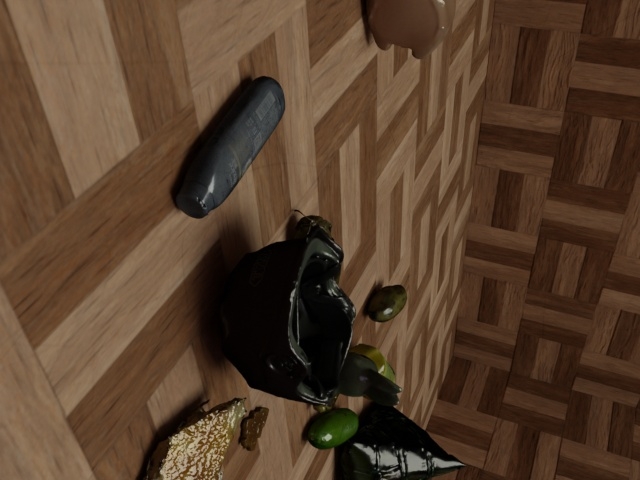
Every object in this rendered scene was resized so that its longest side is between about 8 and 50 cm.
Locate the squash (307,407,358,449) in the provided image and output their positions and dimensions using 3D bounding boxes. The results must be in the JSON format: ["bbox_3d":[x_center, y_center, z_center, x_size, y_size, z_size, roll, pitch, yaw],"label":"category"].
[{"bbox_3d":[0.041,0.464,1.658,0.292,0.082,0.082,18,86,-70],"label":"squash"}]

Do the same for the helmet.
[{"bbox_3d":[-0.063,0.111,1.008,0.224,0.177,0.305,-66,149,-43],"label":"helmet"}]

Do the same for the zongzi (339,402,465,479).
[{"bbox_3d":[0.180,0.614,2.028,0.384,0.362,0.318,-9,120,-27],"label":"zongzi"}]

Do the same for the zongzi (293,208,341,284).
[{"bbox_3d":[0.000,0.000,1.264,0.184,0.084,0.187,-73,161,-55],"label":"zongzi"}]

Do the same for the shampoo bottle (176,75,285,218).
[{"bbox_3d":[-0.116,-0.125,0.889,0.087,0.049,0.233,82,29,-50],"label":"shampoo bottle"}]

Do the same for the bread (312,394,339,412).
[{"bbox_3d":[0.015,0.350,1.548,0.110,0.060,0.066,-55,-179,-43],"label":"bread"}]

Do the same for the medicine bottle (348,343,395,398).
[{"bbox_3d":[0.127,0.351,1.766,0.239,0.124,0.124,55,51,-63],"label":"medicine bottle"}]

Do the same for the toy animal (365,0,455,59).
[{"bbox_3d":[0.202,-0.519,1.288,0.213,0.195,0.256,72,33,-69],"label":"toy animal"}]

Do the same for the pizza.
[{"bbox_3d":[-0.195,0.322,0.959,0.147,0.069,0.226,33,67,-46],"label":"pizza"}]

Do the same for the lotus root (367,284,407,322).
[{"bbox_3d":[0.187,0.177,1.850,0.179,0.089,0.080,-38,107,-51],"label":"lotus root"}]

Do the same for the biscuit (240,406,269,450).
[{"bbox_3d":[-0.122,0.342,1.230,0.092,0.016,0.082,-56,147,-47],"label":"biscuit"}]

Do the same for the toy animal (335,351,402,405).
[{"bbox_3d":[0.039,0.255,1.266,0.127,0.252,0.125,79,28,-49],"label":"toy animal"}]
